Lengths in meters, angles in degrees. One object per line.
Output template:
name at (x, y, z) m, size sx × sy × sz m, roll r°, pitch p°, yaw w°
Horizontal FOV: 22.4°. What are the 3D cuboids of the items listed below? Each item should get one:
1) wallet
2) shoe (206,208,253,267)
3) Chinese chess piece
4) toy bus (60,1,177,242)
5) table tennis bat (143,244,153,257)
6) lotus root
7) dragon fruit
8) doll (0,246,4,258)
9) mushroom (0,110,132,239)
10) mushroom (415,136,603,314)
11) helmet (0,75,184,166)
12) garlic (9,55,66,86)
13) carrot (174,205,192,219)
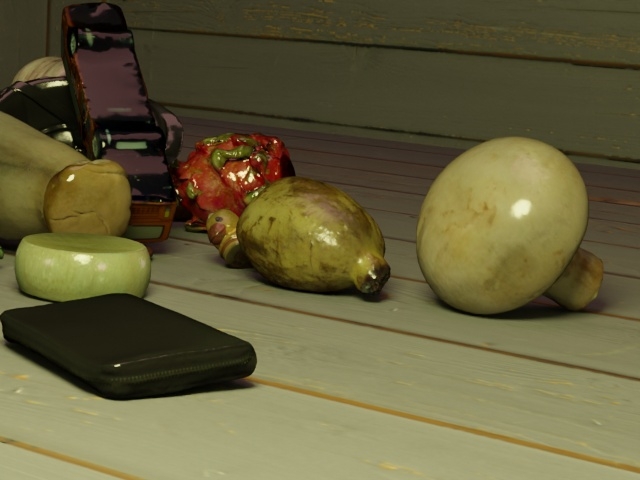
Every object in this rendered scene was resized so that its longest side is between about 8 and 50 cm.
wallet at (-0.175, 0.088, 1.396) m, size 0.149 × 0.044 × 0.250 m, roll -7°, pitch 13°, yaw -33°
shoe at (-0.090, -0.001, 1.968) m, size 0.109 × 0.072 × 0.069 m, roll -5°, pitch 49°, yaw -23°
Chinese chess piece at (-0.252, 0.030, 1.718) m, size 0.144 × 0.058 × 0.144 m, roll 5°, pitch 9°, yaw -1°
toy bus at (-0.267, -0.162, 2.090) m, size 0.093 × 0.092 × 0.409 m, roll -2°, pitch 44°, yaw -18°
table tennis bat at (-0.265, 0.012, 1.987) m, size 0.138 × 0.022 × 0.246 m, roll 6°, pitch 11°, yaw 14°
lotus root at (0.000, 0.000, 1.832) m, size 0.214 × 0.138 × 0.138 m, roll 24°, pitch 19°, yaw 36°
dragon fruit at (-0.127, -0.072, 2.229) m, size 0.172 × 0.160 × 0.166 m, roll -9°, pitch 41°, yaw 15°
doll at (-0.437, 0.001, 1.812) m, size 0.150 × 0.077 × 0.115 m, roll -6°, pitch -5°, yaw 14°
mushroom at (-0.387, -0.076, 1.968) m, size 0.407 × 0.154 × 0.137 m, roll 22°, pitch -24°, yaw 45°
mushroom at (0.215, -0.017, 1.765) m, size 0.209 × 0.206 × 0.206 m, roll -1°, pitch 9°, yaw -30°
helmet at (-0.330, -0.102, 2.196) m, size 0.279 × 0.160 × 0.230 m, roll 12°, pitch 41°, yaw 0°
garlic at (-0.400, -0.138, 2.428) m, size 0.245 × 0.245 × 0.253 m, roll 10°, pitch 42°, yaw 39°
carrot at (-0.142, -0.057, 2.396) m, size 0.248 × 0.059 × 0.059 m, roll -7°, pitch 13°, yaw -38°
